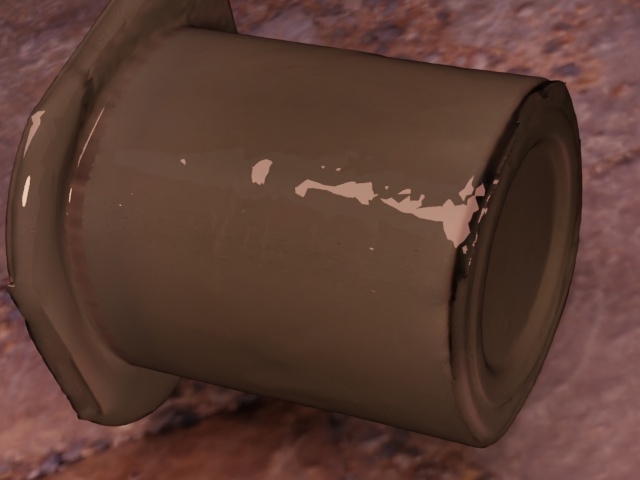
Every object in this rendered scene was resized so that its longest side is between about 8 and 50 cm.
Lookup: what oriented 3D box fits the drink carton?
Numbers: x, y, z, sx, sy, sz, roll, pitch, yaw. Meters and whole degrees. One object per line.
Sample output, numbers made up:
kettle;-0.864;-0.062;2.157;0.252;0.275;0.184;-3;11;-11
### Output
drink carton;0.000;0.000;0.745;0.189;0.185;0.191;14;52;22
